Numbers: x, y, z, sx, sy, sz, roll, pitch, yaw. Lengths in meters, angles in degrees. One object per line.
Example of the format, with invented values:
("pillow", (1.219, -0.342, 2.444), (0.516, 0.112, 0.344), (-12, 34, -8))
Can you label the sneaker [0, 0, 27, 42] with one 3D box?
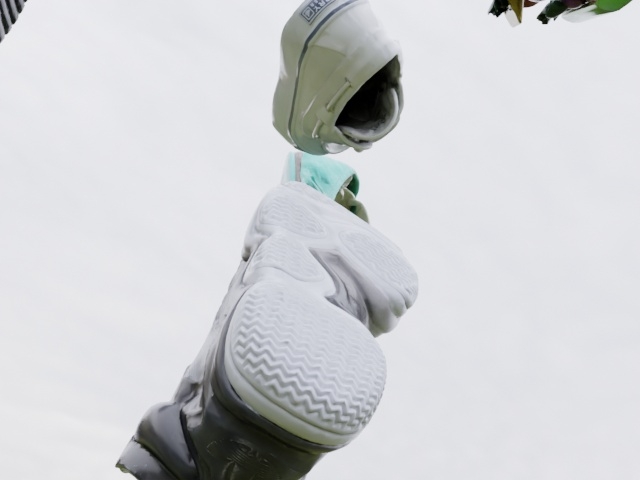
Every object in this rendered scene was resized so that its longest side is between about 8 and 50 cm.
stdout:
("sneaker", (-0.267, -0.231, 1.138), (0.146, 0.330, 0.122), (21, -30, 11))

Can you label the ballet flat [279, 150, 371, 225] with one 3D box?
("ballet flat", (0.000, 0.000, 1.338), (0.087, 0.247, 0.083), (13, -59, -2))

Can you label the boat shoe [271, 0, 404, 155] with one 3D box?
("boat shoe", (0.019, -0.106, 1.238), (0.084, 0.095, 0.258), (48, -6, 13))

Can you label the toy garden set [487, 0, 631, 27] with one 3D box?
("toy garden set", (0.086, -0.230, 1.018), (0.244, 0.049, 0.204), (54, 0, -5))

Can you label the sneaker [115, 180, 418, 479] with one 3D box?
("sneaker", (-0.033, 0.070, 0.868), (0.101, 0.153, 0.268), (35, 20, -5))
